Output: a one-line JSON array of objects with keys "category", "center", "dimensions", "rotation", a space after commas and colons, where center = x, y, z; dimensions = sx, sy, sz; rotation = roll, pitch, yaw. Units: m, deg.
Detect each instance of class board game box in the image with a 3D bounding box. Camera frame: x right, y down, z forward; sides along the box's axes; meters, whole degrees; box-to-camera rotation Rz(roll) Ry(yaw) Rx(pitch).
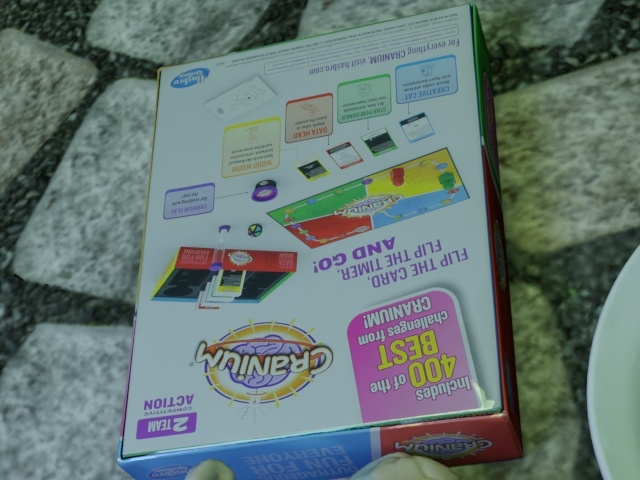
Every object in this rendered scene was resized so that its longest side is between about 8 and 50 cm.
[{"category": "board game box", "center": [0.000, 0.000, 0.816], "dimensions": [0.242, 0.064, 0.317], "rotation": [-9, 55, 15]}]

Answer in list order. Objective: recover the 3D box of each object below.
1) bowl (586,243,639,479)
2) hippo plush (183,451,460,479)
[{"category": "bowl", "center": [0.290, 0.091, 0.592], "dimensions": [0.297, 0.134, 0.298], "rotation": [-15, 49, 18]}, {"category": "hippo plush", "center": [-0.003, 0.180, 0.589], "dimensions": [0.294, 0.236, 0.234], "rotation": [10, 62, 26]}]
